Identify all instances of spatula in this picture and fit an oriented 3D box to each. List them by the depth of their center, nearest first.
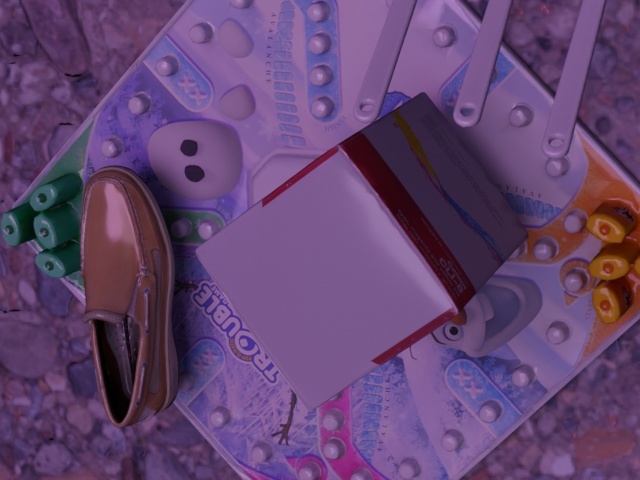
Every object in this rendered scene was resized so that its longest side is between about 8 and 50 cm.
[{"bbox_3d":[0.114,-0.160,1.139,0.168,0.019,0.242,11,63,16],"label":"spatula"}]

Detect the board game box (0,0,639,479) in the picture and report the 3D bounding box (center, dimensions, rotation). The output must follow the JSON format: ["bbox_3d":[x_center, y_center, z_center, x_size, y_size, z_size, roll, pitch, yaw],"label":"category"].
[{"bbox_3d":[0.000,0.000,1.297,0.390,0.050,0.390,47,115,5],"label":"board game box"}]

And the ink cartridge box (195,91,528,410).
[{"bbox_3d":[0.032,0.002,1.159,0.128,0.176,0.127,-36,91,27],"label":"ink cartridge box"}]

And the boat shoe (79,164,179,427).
[{"bbox_3d":[-0.144,0.043,1.299,0.068,0.072,0.190,-6,101,24],"label":"boat shoe"}]
